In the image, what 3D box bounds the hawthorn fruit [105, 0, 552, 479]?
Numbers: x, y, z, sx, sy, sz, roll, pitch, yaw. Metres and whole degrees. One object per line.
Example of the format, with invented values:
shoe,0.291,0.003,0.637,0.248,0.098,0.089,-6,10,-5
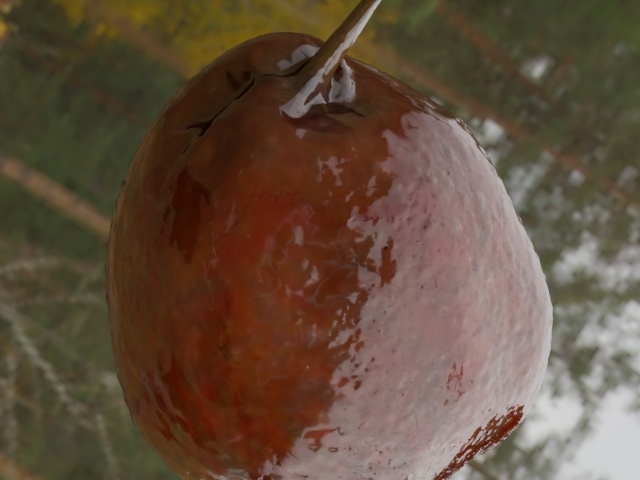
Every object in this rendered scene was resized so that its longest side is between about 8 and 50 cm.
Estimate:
hawthorn fruit,0.000,0.000,0.888,0.210,0.210,0.262,-79,168,-59
